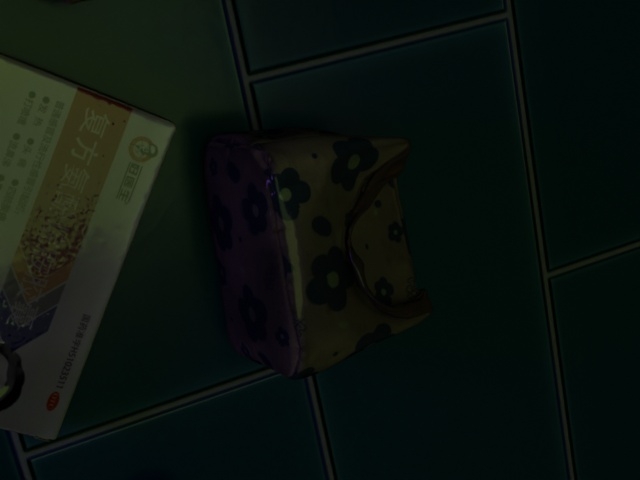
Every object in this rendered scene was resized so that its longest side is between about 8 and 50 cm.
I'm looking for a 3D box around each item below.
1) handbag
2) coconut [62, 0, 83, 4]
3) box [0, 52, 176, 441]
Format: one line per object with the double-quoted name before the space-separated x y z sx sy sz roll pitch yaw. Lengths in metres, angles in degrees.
"handbag" 0.000 0.000 1.059 0.193 0.190 0.251 -14 103 -29
"coconut" -0.245 -0.302 0.906 0.153 0.147 0.147 26 92 -29
"box" -0.308 0.007 0.997 0.214 0.069 0.353 20 96 -25
